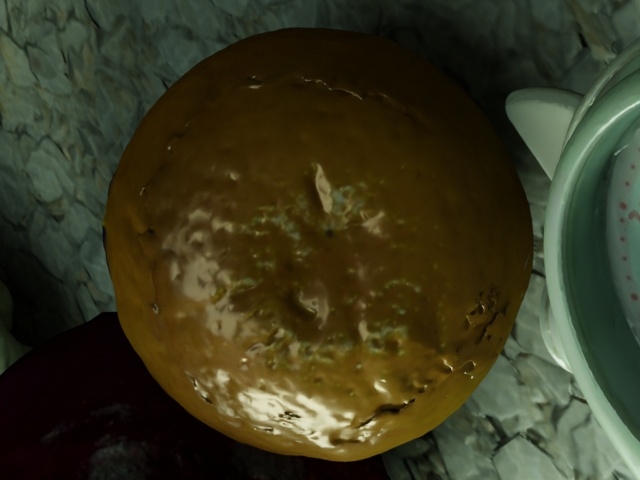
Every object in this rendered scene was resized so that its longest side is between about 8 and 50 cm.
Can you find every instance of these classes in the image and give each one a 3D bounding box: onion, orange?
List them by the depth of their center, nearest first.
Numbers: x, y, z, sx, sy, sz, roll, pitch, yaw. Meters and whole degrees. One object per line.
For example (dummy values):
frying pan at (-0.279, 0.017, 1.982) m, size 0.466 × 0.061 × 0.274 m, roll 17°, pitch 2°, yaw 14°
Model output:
orange at (-0.001, 0.002, 0.928) m, size 0.219 × 0.193 × 0.219 m, roll -1°, pitch 87°, yaw 18°
onion at (-0.093, 0.168, 1.082) m, size 0.337 × 0.282 × 0.260 m, roll 93°, pitch 168°, yaw -81°

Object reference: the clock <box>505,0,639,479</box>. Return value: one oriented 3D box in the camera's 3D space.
clock at (0.221, 0.017, 0.778) m, size 0.324 × 0.108 × 0.265 m, roll 52°, pitch 142°, yaw 11°

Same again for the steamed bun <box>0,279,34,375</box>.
steamed bun at (-0.363, 0.131, 1.355) m, size 0.247 × 0.352 × 0.339 m, roll -106°, pitch 38°, yaw -60°
